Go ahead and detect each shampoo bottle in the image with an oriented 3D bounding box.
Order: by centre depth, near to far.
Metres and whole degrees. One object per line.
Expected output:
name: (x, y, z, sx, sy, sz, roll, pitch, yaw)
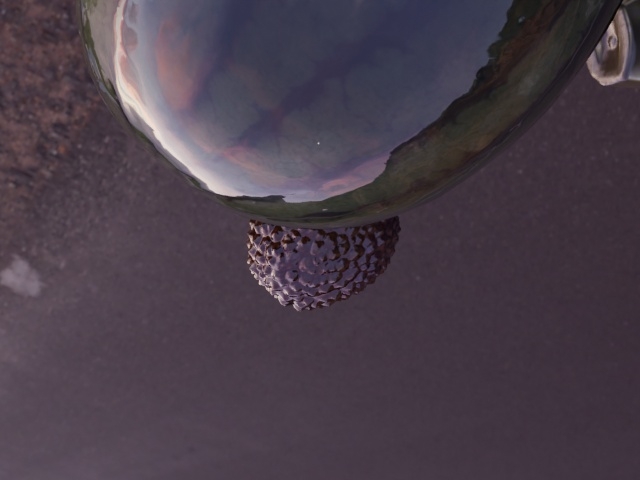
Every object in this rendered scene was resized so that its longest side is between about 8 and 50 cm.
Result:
shampoo bottle: (0.502, -0.266, 1.290, 0.350, 0.125, 0.084, -10, -175, -27)

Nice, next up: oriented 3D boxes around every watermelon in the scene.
watermelon: (0.032, -0.175, 0.540, 0.279, 0.359, 0.279, 35, -175, -4)

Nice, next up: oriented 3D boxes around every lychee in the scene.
lychee: (0.000, 0.000, 1.205, 0.188, 0.188, 0.188, 12, 150, 7)
